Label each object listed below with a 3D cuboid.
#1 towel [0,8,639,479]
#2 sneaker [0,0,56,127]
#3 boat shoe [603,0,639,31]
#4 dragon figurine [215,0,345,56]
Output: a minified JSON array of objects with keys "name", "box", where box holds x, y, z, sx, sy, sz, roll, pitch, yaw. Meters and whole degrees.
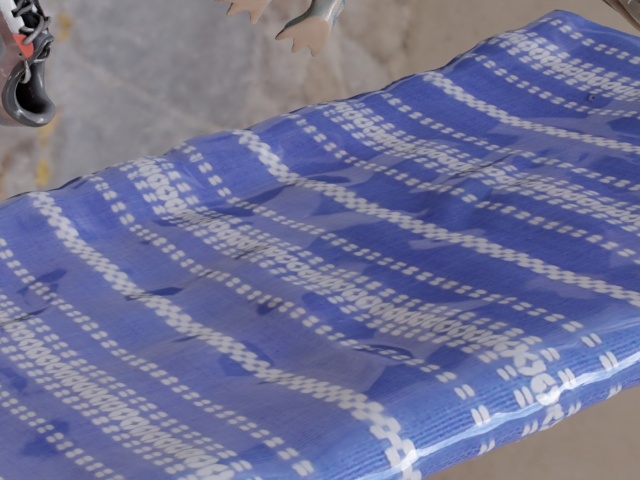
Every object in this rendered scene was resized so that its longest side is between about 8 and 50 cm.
[{"name":"towel","box":[0.000,0.000,0.478,0.336,0.243,0.040,-20,111,-23]},{"name":"sneaker","box":[-0.177,-0.133,1.005,0.061,0.065,0.158,-49,144,-43]},{"name":"boat shoe","box":[0.262,-0.293,1.672,0.111,0.104,0.307,-46,128,-5]},{"name":"dragon figurine","box":[0.015,-0.203,1.002,0.085,0.289,0.144,24,53,-28]}]
